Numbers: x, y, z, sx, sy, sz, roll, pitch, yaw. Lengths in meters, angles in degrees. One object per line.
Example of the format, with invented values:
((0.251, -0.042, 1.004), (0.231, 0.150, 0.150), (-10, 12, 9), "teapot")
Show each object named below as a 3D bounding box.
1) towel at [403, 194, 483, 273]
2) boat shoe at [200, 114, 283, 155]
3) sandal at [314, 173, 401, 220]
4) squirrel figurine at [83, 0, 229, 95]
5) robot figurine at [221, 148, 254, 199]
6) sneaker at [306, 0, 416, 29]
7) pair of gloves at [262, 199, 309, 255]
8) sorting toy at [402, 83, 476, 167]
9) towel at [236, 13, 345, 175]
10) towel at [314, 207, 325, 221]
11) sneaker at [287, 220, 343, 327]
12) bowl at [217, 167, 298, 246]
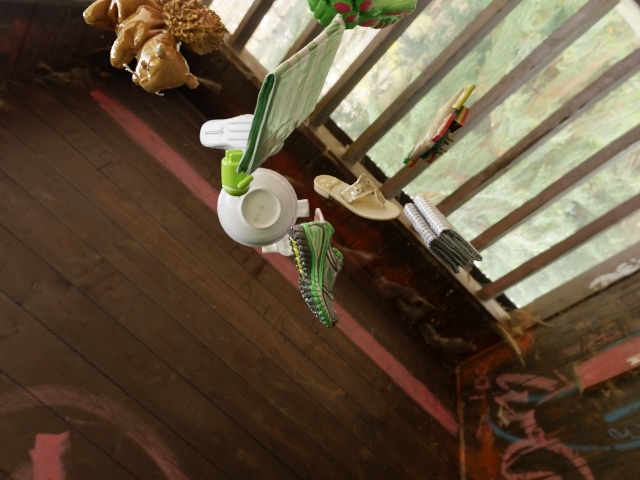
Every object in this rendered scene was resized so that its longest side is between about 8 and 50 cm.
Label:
((0.460, -0.020, 1.551), (0.283, 0.121, 0.235), (34, -160, -36), "towel")
((-0.225, -0.321, 1.248), (0.335, 0.121, 0.119), (18, -168, 35), "boat shoe")
((0.084, -0.127, 0.977), (0.240, 0.079, 0.088), (26, -133, 26), "sandal")
((-0.521, -0.684, 1.366), (0.370, 0.397, 0.281), (53, 180, 32), "squirrel figurine")
((-0.199, -0.155, 0.956), (0.067, 0.115, 0.101), (-12, -147, -31), "robot figurine")
((0.101, -0.740, 1.165), (0.482, 0.185, 0.202), (-28, -82, -50), "sneaker")
((-0.149, -0.056, 1.681), (0.042, 0.204, 0.240), (-1, -85, -76), "pair of gloves")
((0.251, -0.225, 0.823), (0.046, 0.132, 0.274), (32, 178, -2), "sorting toy")
((-0.053, -0.295, 0.812), (0.038, 0.248, 0.325), (32, -130, 0), "towel")
((0.000, 0.000, 1.481), (0.029, 0.197, 0.144), (-8, -140, -11), "towel")
((0.014, 0.106, 1.213), (0.134, 0.146, 0.344), (-147, 43, -63), "sneaker")
((-0.218, -0.116, 1.446), (0.298, 0.298, 0.134), (41, 176, -12), "bowl")
